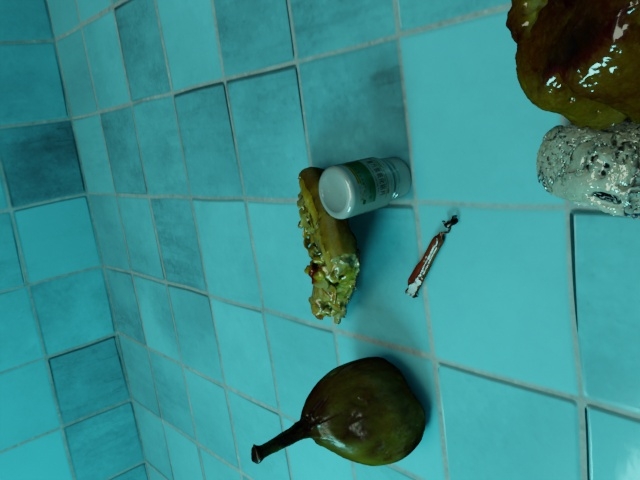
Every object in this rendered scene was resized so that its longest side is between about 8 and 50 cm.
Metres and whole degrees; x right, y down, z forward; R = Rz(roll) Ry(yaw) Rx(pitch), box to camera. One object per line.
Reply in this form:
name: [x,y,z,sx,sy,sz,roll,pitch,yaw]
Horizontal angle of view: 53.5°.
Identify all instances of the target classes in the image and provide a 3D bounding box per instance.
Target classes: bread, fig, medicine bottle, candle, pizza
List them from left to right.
pizza: [0.000,0.000,1.091,0.288,0.073,0.252,100,161,-60]
fig: [0.036,0.281,1.036,0.190,0.290,0.191,-17,66,44]
medicine bottle: [0.069,-0.083,0.956,0.080,0.130,0.081,26,124,46]
candle: [0.165,0.024,0.965,0.026,0.021,0.168,48,137,29]
bread: [0.284,-0.230,0.601,0.247,0.135,0.232,123,148,-55]

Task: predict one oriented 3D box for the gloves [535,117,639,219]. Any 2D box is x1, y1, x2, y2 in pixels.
gloves: [0.308,-0.087,0.693,0.153,0.070,0.115,28,125,46]
